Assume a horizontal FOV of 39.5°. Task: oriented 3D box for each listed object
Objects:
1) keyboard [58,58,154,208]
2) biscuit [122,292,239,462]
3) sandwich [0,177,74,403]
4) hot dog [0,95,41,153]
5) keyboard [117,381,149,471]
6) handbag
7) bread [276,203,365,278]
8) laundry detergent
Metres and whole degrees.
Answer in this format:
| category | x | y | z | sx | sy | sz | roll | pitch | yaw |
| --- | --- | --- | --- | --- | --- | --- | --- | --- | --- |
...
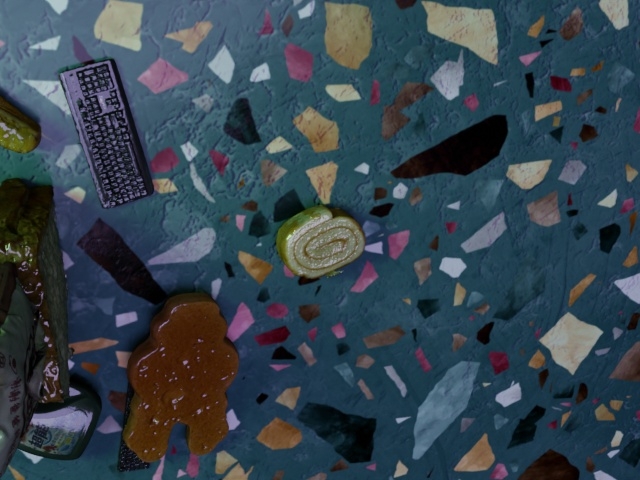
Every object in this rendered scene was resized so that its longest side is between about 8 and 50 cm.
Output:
| category | x | y | z | sx | sy | sz | roll | pitch | yaw |
| --- | --- | --- | --- | --- | --- | --- | --- | --- | --- |
| keyboard | -0.330 | -0.161 | 1.379 | 0.094 | 0.025 | 0.230 | -20 | 118 | -13 |
| biscuit | -0.243 | 0.242 | 1.569 | 0.202 | 0.047 | 0.334 | -4 | 117 | -27 |
| sandwich | -0.448 | 0.099 | 1.318 | 0.131 | 0.262 | 0.325 | -6 | 114 | -10 |
| hot dog | -0.532 | -0.208 | 1.260 | 0.289 | 0.083 | 0.068 | 33 | 118 | -28 |
| keyboard | -0.327 | 0.333 | 1.604 | 0.060 | 0.018 | 0.195 | 2 | 113 | -23 |
| handbag | -0.399 | 0.165 | 1.081 | 0.127 | 0.235 | 0.213 | 1 | 114 | -12 |
| bread | 0.000 | 0.000 | 1.536 | 0.149 | 0.073 | 0.122 | -26 | 117 | -7 |
| laundry detergent | -0.491 | 0.286 | 1.494 | 0.222 | 0.078 | 0.144 | 22 | 102 | -24 |
